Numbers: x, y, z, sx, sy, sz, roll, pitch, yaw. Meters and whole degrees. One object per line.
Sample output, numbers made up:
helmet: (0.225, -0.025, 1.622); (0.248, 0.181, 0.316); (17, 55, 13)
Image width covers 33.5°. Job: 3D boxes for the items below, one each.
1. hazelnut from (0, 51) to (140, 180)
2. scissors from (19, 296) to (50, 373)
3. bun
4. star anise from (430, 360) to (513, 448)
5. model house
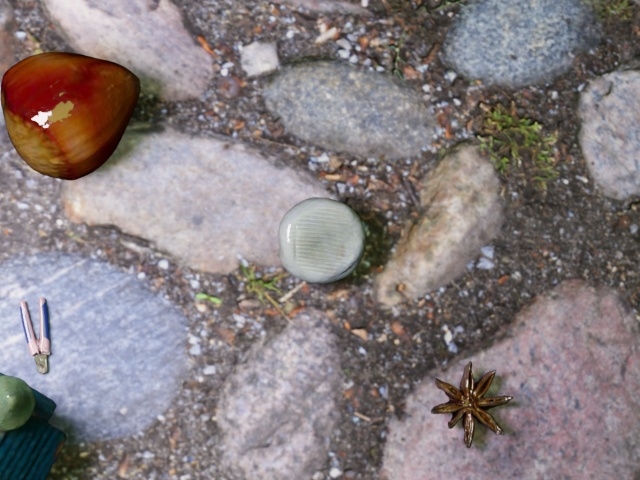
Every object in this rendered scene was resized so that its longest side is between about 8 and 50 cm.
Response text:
hazelnut: (-0.360, -0.192, 1.560); (0.208, 0.208, 0.208); (2, 81, -13)
scissors: (-0.420, 0.142, 1.582); (0.039, 0.012, 0.113); (-10, 84, -14)
bun: (0.000, 0.000, 1.672); (0.141, 0.083, 0.141); (0, 90, -9)
star anise: (0.241, 0.261, 1.709); (0.141, 0.042, 0.141); (2, 80, -10)
model house: (-0.500, 0.307, 1.399); (0.245, 0.280, 0.312); (31, 75, -7)
